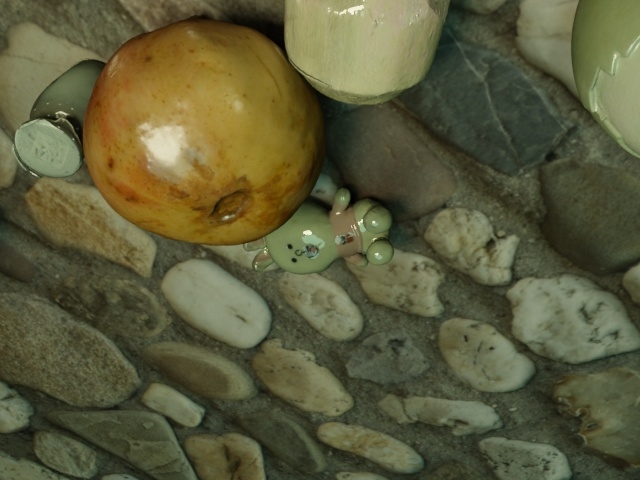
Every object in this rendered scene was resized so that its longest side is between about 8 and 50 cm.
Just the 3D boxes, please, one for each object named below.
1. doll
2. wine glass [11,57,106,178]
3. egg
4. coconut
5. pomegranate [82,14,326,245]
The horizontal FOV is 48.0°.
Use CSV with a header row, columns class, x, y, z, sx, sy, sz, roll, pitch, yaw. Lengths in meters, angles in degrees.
class,x,y,z,sx,sy,sz,roll,pitch,yaw
doll,0.007,-0.007,1.226,0.274,0.113,0.155,-8,120,25
wine glass,-0.365,-0.184,1.065,0.111,0.204,0.111,5,130,6
egg,0.438,-0.217,0.826,0.278,0.336,0.278,5,137,5
coconut,0.059,-0.297,0.897,0.224,0.224,0.234,15,128,-3
pomegranate,-0.160,-0.161,0.997,0.337,0.338,0.338,5,131,5
